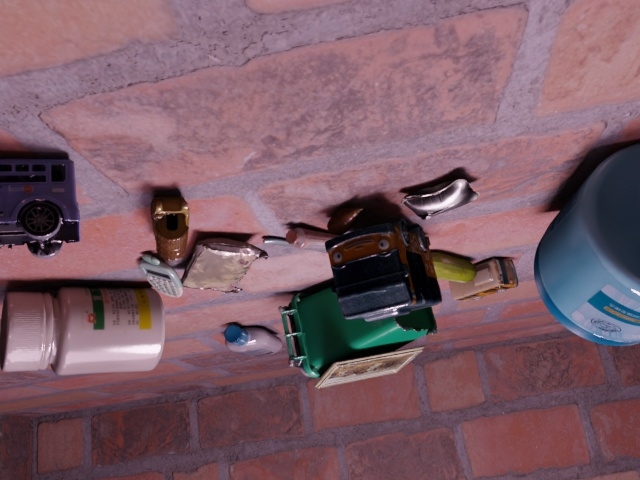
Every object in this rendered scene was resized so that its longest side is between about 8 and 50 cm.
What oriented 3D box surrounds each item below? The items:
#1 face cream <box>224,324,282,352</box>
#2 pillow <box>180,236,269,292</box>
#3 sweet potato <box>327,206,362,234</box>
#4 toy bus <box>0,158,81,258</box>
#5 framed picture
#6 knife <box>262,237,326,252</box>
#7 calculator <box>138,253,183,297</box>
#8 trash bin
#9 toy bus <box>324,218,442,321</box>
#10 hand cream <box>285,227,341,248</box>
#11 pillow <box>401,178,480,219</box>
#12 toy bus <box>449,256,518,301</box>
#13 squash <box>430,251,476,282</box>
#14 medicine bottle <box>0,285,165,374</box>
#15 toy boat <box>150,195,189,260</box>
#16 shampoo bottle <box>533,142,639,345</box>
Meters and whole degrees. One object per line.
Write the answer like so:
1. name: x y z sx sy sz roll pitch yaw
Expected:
1. face cream: -0.254 0.359 2.140 0.163 0.080 0.337 -11 160 11
2. pillow: -0.224 0.054 1.335 0.169 0.059 0.255 12 152 -21
3. sweet potato: 0.054 -0.044 1.197 0.049 0.049 0.117 1 162 -26
4. toy bus: -0.495 -0.047 0.841 0.292 0.133 0.125 -3 165 -22
5. framed picture: 0.134 0.356 1.671 0.274 0.017 0.217 -7 153 -19
6. knife: -0.045 0.011 1.361 0.210 0.015 0.028 9 147 -42
7. calculator: -0.354 0.079 1.334 0.095 0.021 0.153 13 142 19
8. trash bin: 0.103 0.219 1.684 0.295 0.259 0.381 11 146 -43
9. toy bus: 0.147 0.070 1.297 0.162 0.194 0.323 -16 169 21
10. hand cream: 0.000 0.000 1.319 0.067 0.043 0.209 -23 163 31
11. pillow: 0.232 -0.082 1.163 0.135 0.055 0.091 -23 125 28
12. toy bus: 0.474 0.116 1.757 0.103 0.091 0.182 8 156 -39
13. squash: 0.348 0.075 1.625 0.069 0.069 0.239 -25 155 38
14. medicine bottle: -0.560 0.211 1.418 0.339 0.208 0.208 5 156 -32
15. toy boat: -0.273 -0.013 1.090 0.068 0.088 0.226 -3 159 -16
16. shampoo bottle: 0.635 0.016 1.196 0.331 0.331 0.343 -9 159 1
